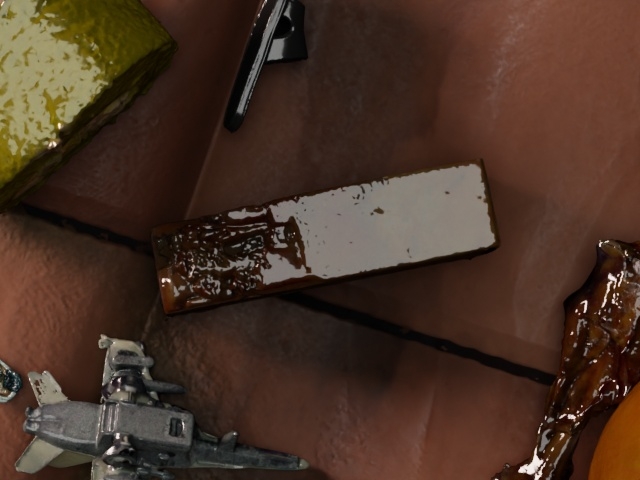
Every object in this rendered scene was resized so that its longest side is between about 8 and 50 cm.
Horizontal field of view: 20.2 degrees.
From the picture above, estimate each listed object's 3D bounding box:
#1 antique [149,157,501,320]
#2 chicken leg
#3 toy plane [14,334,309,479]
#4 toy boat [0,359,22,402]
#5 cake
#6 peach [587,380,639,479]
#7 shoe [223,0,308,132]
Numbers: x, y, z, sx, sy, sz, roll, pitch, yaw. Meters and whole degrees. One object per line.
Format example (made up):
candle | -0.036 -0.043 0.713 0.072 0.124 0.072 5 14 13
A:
antique | 0.000 0.000 1.620 0.310 0.093 0.087 -11 86 -2
chicken leg | 0.239 0.137 1.627 0.113 0.093 0.304 29 94 18
toy plane | -0.136 0.176 1.607 0.262 0.088 0.192 5 58 -5
toy boat | -0.309 0.116 1.631 0.083 0.038 0.038 34 86 0
cake | -0.259 -0.133 1.579 0.260 0.179 0.156 -44 87 -5
peach | 0.392 0.225 1.494 0.342 0.343 0.302 20 90 0
shoe | -0.041 -0.168 1.650 0.053 0.062 0.159 23 85 -13
